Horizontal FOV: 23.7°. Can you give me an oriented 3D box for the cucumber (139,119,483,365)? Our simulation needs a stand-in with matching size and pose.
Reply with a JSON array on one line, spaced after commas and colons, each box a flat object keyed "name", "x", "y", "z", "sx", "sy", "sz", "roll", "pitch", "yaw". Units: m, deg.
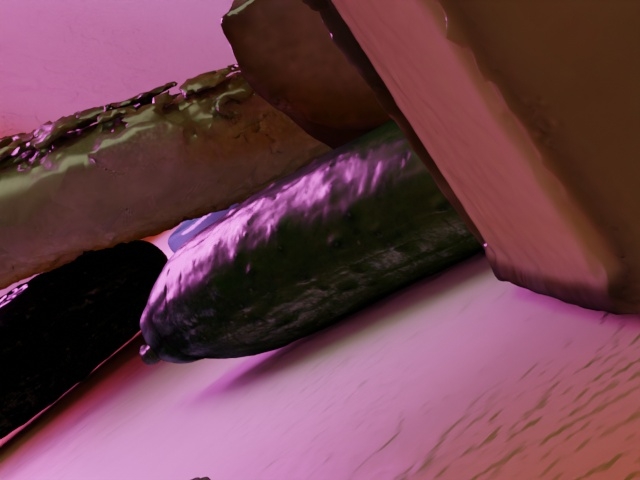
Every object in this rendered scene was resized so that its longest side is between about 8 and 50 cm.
[{"name": "cucumber", "x": 0.000, "y": 0.000, "z": 0.526, "sx": 0.250, "sy": 0.056, "sz": 0.056, "roll": -26, "pitch": 12, "yaw": 45}]

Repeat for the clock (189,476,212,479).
[{"name": "clock", "x": -0.061, "y": 0.092, "z": 0.421, "sx": 0.074, "sy": 0.010, "sz": 0.083, "roll": -30, "pitch": 9, "yaw": 44}]

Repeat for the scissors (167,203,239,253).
[{"name": "scissors", "x": 0.071, "y": -0.129, "z": 1.127, "sx": 0.447, "sy": 0.029, "sz": 0.192, "roll": -35, "pitch": 8, "yaw": 12}]

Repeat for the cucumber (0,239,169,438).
[{"name": "cucumber", "x": -0.184, "y": 0.071, "z": 0.883, "sx": 0.241, "sy": 0.074, "sz": 0.074, "roll": -36, "pitch": 6, "yaw": -23}]

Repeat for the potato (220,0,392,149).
[{"name": "potato", "x": 0.137, "y": -0.132, "z": 0.532, "sx": 0.255, "sy": 0.112, "sz": 0.269, "roll": -24, "pitch": 16, "yaw": 43}]

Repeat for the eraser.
[{"name": "eraser", "x": 0.032, "y": -0.069, "z": 0.363, "sx": 0.058, "sy": 0.172, "sz": 0.117, "roll": -35, "pitch": 6, "yaw": -6}]

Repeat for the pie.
[{"name": "pie", "x": -0.071, "y": -0.052, "z": 0.865, "sx": 0.296, "sy": 0.078, "sz": 0.371, "roll": -12, "pitch": 9, "yaw": 40}]
